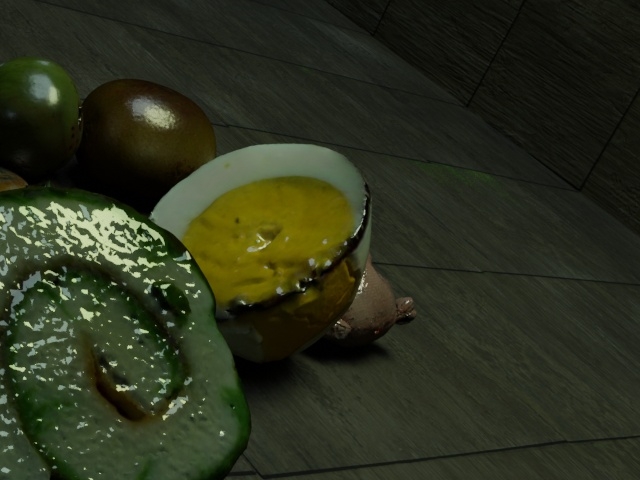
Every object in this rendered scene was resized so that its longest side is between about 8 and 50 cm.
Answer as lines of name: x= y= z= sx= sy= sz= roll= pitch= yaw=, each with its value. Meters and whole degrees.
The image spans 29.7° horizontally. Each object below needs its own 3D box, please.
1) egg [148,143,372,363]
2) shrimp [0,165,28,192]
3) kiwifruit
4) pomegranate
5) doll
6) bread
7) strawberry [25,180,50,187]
egg: x=-0.077 y=0.036 z=1.663 sx=0.337 sy=0.201 sz=0.337 roll=-6 pitch=44 yaw=6
shrimp: x=-0.497 y=-0.091 z=1.673 sx=0.152 sy=0.046 sz=0.219 roll=31 pitch=16 yaw=7
kiwifruit: x=-0.273 y=-0.156 z=1.918 sx=0.234 sy=0.196 sz=0.196 roll=20 pitch=21 yaw=-39
pomegranate: x=-0.453 y=-0.193 z=1.793 sx=0.210 sy=0.179 sz=0.179 roll=18 pitch=22 yaw=-22
doll: x=-0.006 y=0.040 z=1.843 sx=0.303 sy=0.156 sz=0.201 roll=35 pitch=27 yaw=32
bread: x=-0.245 y=0.132 z=1.141 sx=0.366 sy=0.129 sz=0.382 roll=47 pitch=44 yaw=-14
strawberry: x=-0.342 y=-0.003 z=1.603 sx=0.192 sy=0.085 sz=0.140 roll=43 pitch=17 yaw=24
